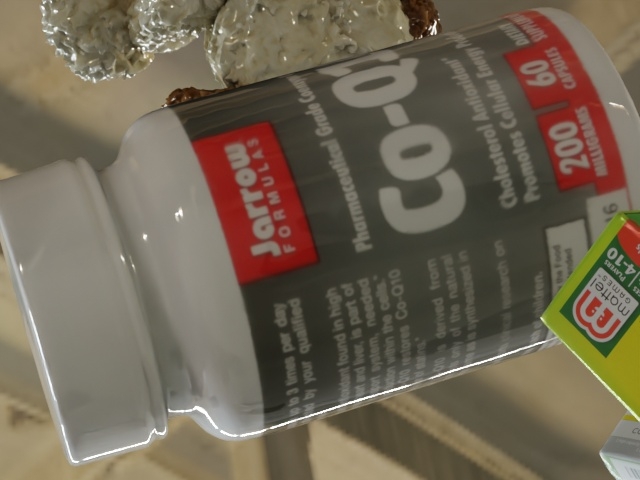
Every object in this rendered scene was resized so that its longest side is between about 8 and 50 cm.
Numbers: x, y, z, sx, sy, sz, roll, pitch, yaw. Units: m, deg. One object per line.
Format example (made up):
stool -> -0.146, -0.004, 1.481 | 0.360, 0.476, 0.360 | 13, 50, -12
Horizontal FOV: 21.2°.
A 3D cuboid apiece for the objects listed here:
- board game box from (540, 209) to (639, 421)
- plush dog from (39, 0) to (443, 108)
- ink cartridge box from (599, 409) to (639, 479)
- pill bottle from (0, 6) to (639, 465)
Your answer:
board game box -> 0.157, 0.034, 0.529 | 0.181, 0.092, 0.043 | -2, -48, -50
plush dog -> -0.030, -0.168, 1.145 | 0.262, 0.225, 0.210 | -28, -16, -24
ink cartridge box -> 0.276, 0.081, 1.050 | 0.209, 0.109, 0.062 | -50, -57, -23
pill bottle -> 0.000, 0.000, 0.802 | 0.283, 0.161, 0.161 | -16, -41, -11
